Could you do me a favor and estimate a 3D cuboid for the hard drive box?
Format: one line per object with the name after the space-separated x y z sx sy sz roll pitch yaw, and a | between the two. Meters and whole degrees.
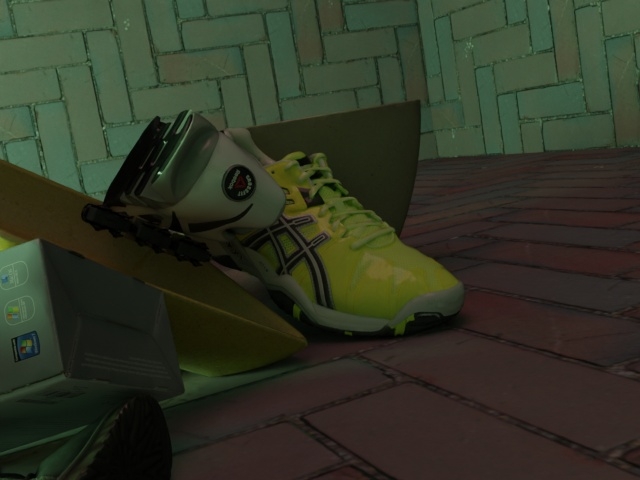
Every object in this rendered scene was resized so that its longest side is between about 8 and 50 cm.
-0.240 0.093 0.564 0.232 0.089 0.181 -19 -17 7 | hard drive box

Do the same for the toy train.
-0.167 -0.004 0.798 0.036 0.027 0.158 17 -5 40 | toy train

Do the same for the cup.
-0.005 -0.061 1.186 0.331 0.236 0.331 -8 8 1 | cup

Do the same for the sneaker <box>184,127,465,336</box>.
-0.012 -0.014 0.916 0.385 0.147 0.145 24 27 31 | sneaker

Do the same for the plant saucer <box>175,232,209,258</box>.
-0.303 0.020 1.672 0.278 0.041 0.278 -9 8 1 | plant saucer

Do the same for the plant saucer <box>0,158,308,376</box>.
-0.225 0.023 0.799 0.333 0.081 0.333 26 3 -41 | plant saucer

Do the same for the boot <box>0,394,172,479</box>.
-0.216 0.163 0.513 0.209 0.076 0.190 -15 4 14 | boot

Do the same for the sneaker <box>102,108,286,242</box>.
-0.137 -0.053 0.880 0.146 0.122 0.330 31 -4 -23 | sneaker
